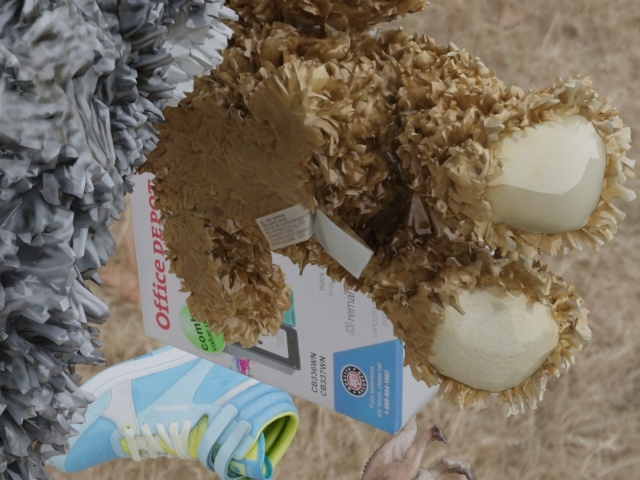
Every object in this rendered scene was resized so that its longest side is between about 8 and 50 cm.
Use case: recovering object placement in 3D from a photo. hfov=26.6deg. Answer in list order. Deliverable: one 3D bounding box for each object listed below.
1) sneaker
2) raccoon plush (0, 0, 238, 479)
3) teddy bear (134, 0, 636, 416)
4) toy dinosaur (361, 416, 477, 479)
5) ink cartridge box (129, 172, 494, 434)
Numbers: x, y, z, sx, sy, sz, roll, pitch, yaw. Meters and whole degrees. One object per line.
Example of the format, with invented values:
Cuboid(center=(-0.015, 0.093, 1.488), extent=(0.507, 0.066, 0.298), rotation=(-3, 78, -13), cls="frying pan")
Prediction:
Cuboid(center=(-0.173, 0.241, 1.664), extent=(0.319, 0.127, 0.208), rotation=(-28, 55, -10), cls="sneaker")
Cuboid(center=(-0.077, -0.076, 0.398), extent=(0.216, 0.446, 0.299), rotation=(41, 70, -26), cls="raccoon plush")
Cuboid(center=(-0.001, -0.052, 0.675), extent=(0.338, 0.245, 0.113), rotation=(12, 32, 35), cls="teddy bear")
Cuboid(center=(0.108, 0.363, 1.791), extent=(0.200, 0.127, 0.296), rotation=(-26, 57, 14), cls="toy dinosaur")
Cuboid(center=(0.000, 0.000, 1.185), extent=(0.270, 0.198, 0.197), rotation=(18, 36, 29), cls="ink cartridge box")
